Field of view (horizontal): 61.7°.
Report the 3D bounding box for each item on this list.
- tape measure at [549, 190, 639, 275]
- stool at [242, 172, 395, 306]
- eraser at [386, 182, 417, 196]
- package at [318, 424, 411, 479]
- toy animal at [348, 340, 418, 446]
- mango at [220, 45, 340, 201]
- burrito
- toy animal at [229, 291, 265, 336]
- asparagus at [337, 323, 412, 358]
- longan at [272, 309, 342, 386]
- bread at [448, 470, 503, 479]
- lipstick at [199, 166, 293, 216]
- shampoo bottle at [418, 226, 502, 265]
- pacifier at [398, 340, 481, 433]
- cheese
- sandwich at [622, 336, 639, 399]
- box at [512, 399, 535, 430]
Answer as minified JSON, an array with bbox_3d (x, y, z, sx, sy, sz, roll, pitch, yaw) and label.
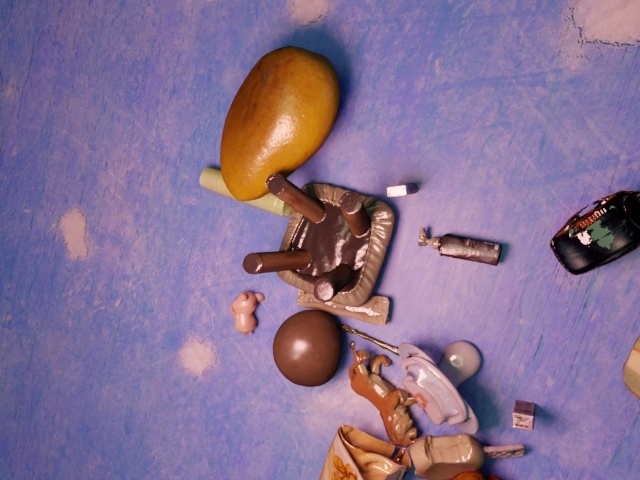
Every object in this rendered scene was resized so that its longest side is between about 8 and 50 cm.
[{"bbox_3d":[0.617,-0.020,1.169,0.223,0.202,0.135,-33,79,7],"label":"tape measure"},{"bbox_3d":[0.000,0.000,1.399,0.310,0.226,0.310,17,93,24],"label":"stool"},{"bbox_3d":[0.211,-0.130,1.376,0.052,0.122,0.029,-6,94,24],"label":"eraser"},{"bbox_3d":[0.115,0.673,1.450,0.221,0.165,0.311,51,135,48],"label":"package"},{"bbox_3d":[0.167,0.423,1.451,0.312,0.097,0.157,45,115,16],"label":"toy animal"},{"bbox_3d":[-0.120,-0.303,1.445,0.301,0.220,0.445,36,107,30],"label":"mango"},{"bbox_3d":[0.061,0.179,1.496,0.275,0.059,0.082,6,89,22],"label":"burrito"},{"bbox_3d":[-0.221,0.216,1.608,0.089,0.083,0.150,8,108,10],"label":"toy animal"},{"bbox_3d":[0.146,0.277,1.487,0.233,0.023,0.022,21,57,20],"label":"asparagus"},{"bbox_3d":[-0.035,0.300,1.475,0.196,0.196,0.220,13,110,22],"label":"longan"},{"bbox_3d":[0.378,0.688,1.322,0.232,0.135,0.247,29,116,-13],"label":"bread"},{"bbox_3d":[-0.215,-0.146,1.583,0.304,0.076,0.076,21,101,21],"label":"lipstick"},{"bbox_3d":[0.350,0.014,1.361,0.207,0.057,0.063,12,99,21],"label":"shampoo bottle"},{"bbox_3d":[0.328,0.343,1.351,0.207,0.227,0.279,-35,80,-20],"label":"pacifier"},{"bbox_3d":[0.371,0.540,1.354,0.286,0.163,0.082,-11,48,8],"label":"cheese"},{"bbox_3d":[0.780,0.315,1.123,0.227,0.198,0.155,24,103,19],"label":"sandwich"},{"bbox_3d":[0.492,0.422,1.296,0.050,0.117,0.036,5,92,25],"label":"box"}]
